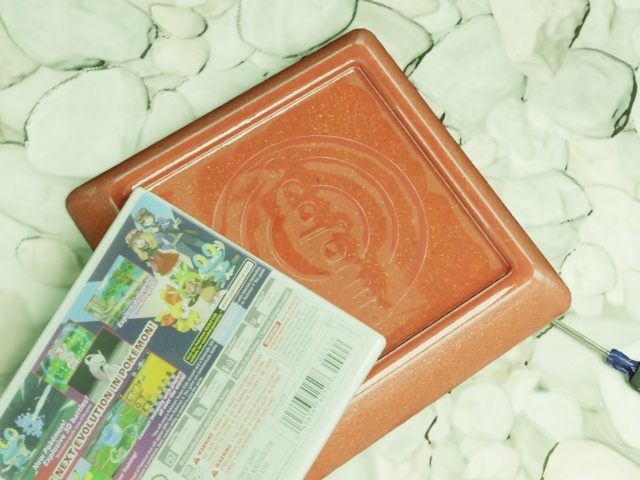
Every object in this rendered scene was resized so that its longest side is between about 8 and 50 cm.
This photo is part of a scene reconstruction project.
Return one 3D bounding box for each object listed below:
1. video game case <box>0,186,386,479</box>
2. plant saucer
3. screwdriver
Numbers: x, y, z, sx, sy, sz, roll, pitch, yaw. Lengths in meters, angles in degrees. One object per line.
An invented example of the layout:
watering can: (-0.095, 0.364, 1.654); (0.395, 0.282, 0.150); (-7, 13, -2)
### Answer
video game case: (-0.089, 0.097, 0.593); (0.183, 0.023, 0.201); (31, 86, 13)
plant saucer: (0.000, 0.000, 0.657); (0.259, 0.048, 0.258); (-32, 76, -13)
screwdriver: (0.186, 0.070, 0.677); (0.170, 0.025, 0.024); (33, 105, 16)
